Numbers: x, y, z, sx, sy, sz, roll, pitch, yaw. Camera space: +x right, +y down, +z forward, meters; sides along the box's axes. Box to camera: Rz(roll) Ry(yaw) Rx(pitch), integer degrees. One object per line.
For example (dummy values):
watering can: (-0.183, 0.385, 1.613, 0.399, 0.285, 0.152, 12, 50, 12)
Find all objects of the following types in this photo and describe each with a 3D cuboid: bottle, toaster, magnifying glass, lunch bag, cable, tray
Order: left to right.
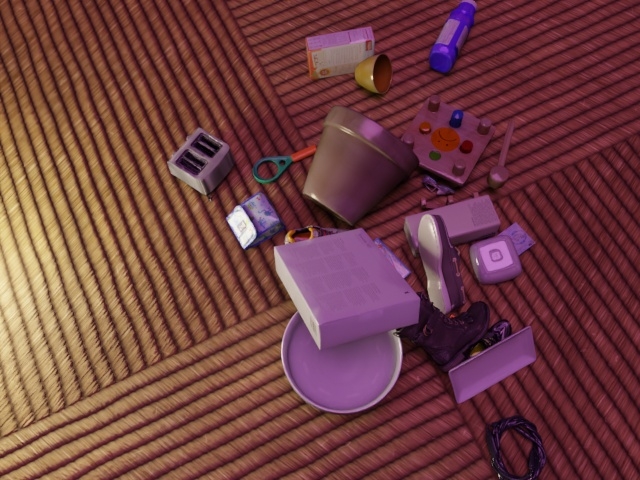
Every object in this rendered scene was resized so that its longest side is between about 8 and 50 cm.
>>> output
toaster: (-0.386, -0.255, 2.075, 0.185, 0.110, 0.168, 33, 73, 15)
lunch bag: (-0.209, -0.060, 1.997, 0.151, 0.096, 0.129, -34, 71, 4)
magnifying glass: (-0.118, -0.262, 2.114, 0.231, 0.026, 0.092, -26, 68, -6)
bottle: (0.475, -0.734, 2.235, 0.092, 0.118, 0.283, 23, 71, 12)
tray: (0.481, 0.345, 1.776, 0.270, 0.145, 0.030, -27, 36, -8)
cable: (0.536, 0.575, 1.716, 0.150, 0.047, 0.185, -10, 64, -7)

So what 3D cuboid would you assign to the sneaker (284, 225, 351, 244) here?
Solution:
sneaker: (0.000, 0.000, 1.956, 0.225, 0.093, 0.088, -5, 67, 0)

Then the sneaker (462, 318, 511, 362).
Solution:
sneaker: (0.485, 0.299, 1.813, 0.188, 0.078, 0.067, -39, 71, -14)

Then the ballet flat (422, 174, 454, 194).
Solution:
ballet flat: (0.379, -0.170, 2.046, 0.114, 0.041, 0.041, 33, 72, 16)

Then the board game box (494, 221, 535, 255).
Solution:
board game box: (0.605, 0.002, 1.966, 0.090, 0.020, 0.090, -34, 70, -11)

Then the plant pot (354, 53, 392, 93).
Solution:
plant pot: (0.177, -0.579, 2.190, 0.095, 0.134, 0.134, 11, 65, 35)

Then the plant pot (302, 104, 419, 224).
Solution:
plant pot: (0.095, -0.213, 1.952, 0.323, 0.323, 0.280, 34, 88, 16)

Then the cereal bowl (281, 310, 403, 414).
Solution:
cereal bowl: (0.061, 0.327, 1.787, 0.338, 0.141, 0.339, -1, 67, 2)

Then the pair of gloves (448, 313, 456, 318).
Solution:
pair of gloves: (0.395, 0.267, 1.868, 0.074, 0.010, 0.083, 40, 76, 15)

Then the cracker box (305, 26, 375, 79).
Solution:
cracker box: (0.070, -0.651, 2.199, 0.232, 0.156, 0.067, -10, 66, -2)

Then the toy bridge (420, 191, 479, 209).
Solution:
toy bridge: (0.411, -0.120, 2.004, 0.188, 0.063, 0.026, -6, 67, 2)

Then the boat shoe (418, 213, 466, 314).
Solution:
boat shoe: (0.361, 0.064, 1.855, 0.091, 0.109, 0.305, -15, 101, -21)

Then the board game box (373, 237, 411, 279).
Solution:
board game box: (0.190, 0.079, 1.949, 0.103, 0.026, 0.154, -38, 70, -13)

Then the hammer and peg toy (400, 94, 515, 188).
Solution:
hammer and peg toy: (0.456, -0.305, 2.049, 0.361, 0.127, 0.266, 28, 69, 14)

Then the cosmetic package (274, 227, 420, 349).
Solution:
cosmetic package: (0.062, 0.119, 1.749, 0.284, 0.097, 0.377, -14, 35, -15)

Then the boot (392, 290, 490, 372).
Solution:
boot: (0.344, 0.220, 1.770, 0.229, 0.091, 0.263, 45, 70, -20)

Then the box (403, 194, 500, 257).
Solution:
box: (0.405, -0.043, 1.956, 0.275, 0.094, 0.113, -14, 66, -3)

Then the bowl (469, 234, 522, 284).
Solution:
bowl: (0.533, 0.055, 1.918, 0.142, 0.053, 0.142, -16, 71, 6)
